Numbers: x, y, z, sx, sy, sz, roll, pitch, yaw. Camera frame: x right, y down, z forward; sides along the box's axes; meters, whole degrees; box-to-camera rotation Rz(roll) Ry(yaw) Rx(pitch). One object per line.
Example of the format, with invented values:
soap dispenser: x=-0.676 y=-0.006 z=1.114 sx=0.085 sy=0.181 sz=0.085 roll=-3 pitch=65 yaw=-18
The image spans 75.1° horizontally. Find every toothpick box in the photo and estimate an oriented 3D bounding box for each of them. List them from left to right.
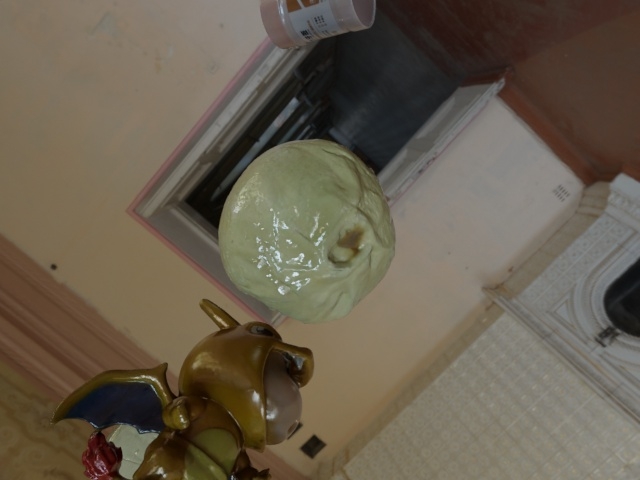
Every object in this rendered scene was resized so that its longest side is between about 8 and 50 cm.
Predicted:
toothpick box: x=-0.003 y=-0.354 z=0.625 sx=0.149 sy=0.098 sz=0.098 roll=1 pitch=165 yaw=30

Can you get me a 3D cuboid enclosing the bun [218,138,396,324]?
bun: x=0.002 y=-0.002 z=0.780 sx=0.364 sy=0.364 sz=0.202 roll=37 pitch=173 yaw=-33

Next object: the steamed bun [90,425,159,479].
steamed bun: x=-0.557 y=0.647 z=1.261 sx=0.200 sy=0.250 sz=0.155 roll=31 pitch=149 yaw=-9

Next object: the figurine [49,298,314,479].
figurine: x=-0.213 y=0.310 z=0.761 sx=0.401 sy=0.268 sz=0.387 roll=41 pitch=-140 yaw=-11
